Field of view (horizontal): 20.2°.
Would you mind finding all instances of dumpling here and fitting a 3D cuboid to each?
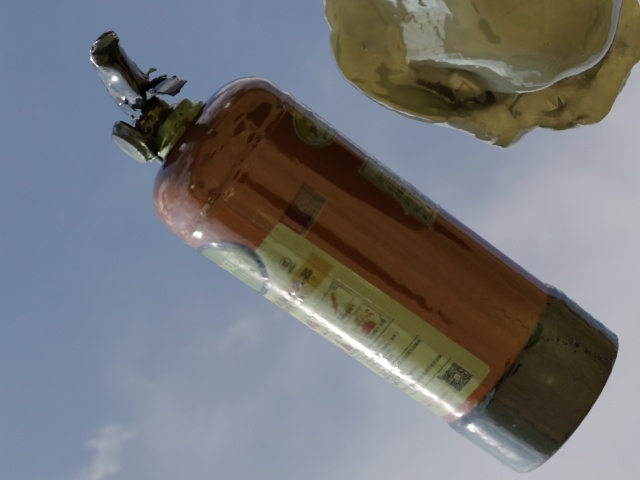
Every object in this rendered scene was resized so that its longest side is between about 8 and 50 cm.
[{"bbox_3d":[0.102,-0.139,1.080,0.250,0.132,0.162,19,-89,-37],"label":"dumpling"}]

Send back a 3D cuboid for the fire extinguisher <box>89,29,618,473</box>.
[{"bbox_3d":[-0.004,0.008,1.153,0.376,0.200,0.113,36,-120,-8],"label":"fire extinguisher"}]
